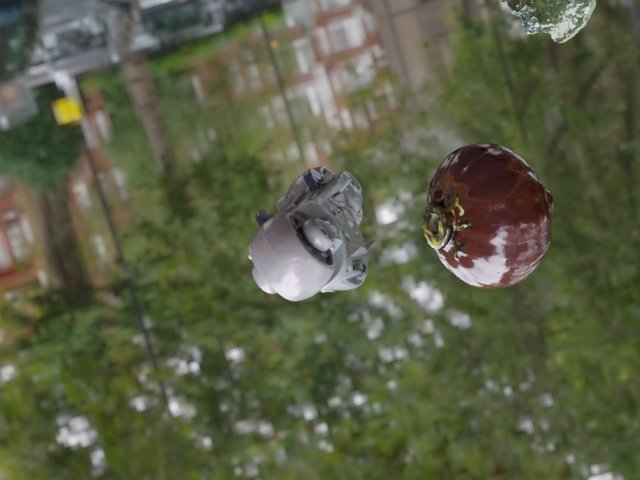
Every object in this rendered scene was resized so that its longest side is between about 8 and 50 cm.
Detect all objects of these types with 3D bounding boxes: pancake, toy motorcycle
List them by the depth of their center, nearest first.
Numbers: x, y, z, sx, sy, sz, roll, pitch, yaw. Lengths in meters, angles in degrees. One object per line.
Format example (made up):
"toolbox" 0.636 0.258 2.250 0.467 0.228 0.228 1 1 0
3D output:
"toy motorcycle" 0.000 0.000 1.523 0.112 0.112 0.254 -15 -168 12
"pancake" 0.240 -0.277 1.881 0.022 0.129 0.116 -38 172 -48

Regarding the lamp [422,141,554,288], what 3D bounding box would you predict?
"lamp" 0.113 -0.017 1.178 0.090 0.101 0.101 -11 -175 -27
